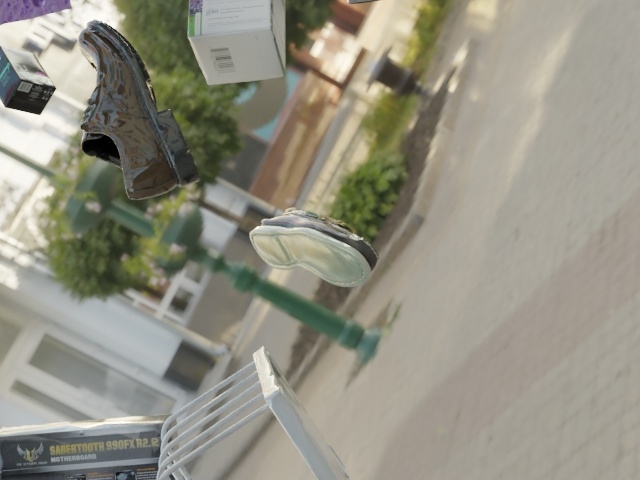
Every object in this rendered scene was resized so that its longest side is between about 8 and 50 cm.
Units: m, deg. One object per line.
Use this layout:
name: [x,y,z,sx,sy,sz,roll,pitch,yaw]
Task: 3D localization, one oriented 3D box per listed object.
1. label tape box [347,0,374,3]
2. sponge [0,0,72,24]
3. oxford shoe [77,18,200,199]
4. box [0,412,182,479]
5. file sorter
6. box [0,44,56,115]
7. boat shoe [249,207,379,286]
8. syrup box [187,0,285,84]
label tape box: [0.073,-0.581,1.766,0.333,0.106,0.240,89,173,-57]
sponge: [-0.267,-0.175,0.679,0.031,0.210,0.117,41,144,53]
oxford shoe: [-0.211,-0.137,1.145,0.096,0.227,0.083,-25,-29,-8]
box: [-0.294,0.324,1.437,0.056,0.231,0.183,-109,14,-87]
file sorter: [-0.073,0.265,1.258,0.173,0.193,0.278,-34,6,-3]
box: [-0.421,-0.225,1.571,0.062,0.083,0.052,10,-55,-49]
boat shoe: [0.000,0.000,1.369,0.069,0.081,0.228,-39,28,-25]
syrup box: [-0.093,-0.305,1.287,0.093,0.096,0.237,73,-167,-62]
